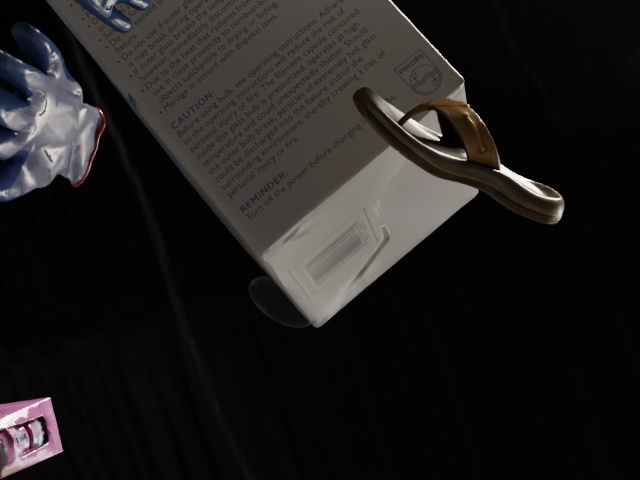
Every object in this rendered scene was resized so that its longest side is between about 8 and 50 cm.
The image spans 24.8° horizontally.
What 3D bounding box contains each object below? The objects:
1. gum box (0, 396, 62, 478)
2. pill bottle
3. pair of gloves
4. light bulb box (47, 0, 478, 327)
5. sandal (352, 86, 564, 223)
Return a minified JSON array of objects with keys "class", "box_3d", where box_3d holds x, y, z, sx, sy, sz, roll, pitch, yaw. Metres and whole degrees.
[{"class":"gum box","box_3d":[-0.372,0.215,1.518,0.188,0.062,0.107,-12,4,26]},{"class":"pill bottle","box_3d":[0.000,0.000,1.842,0.123,0.123,0.219,-15,34,48]},{"class":"pair of gloves","box_3d":[-0.136,-0.113,0.785,0.023,0.198,0.159,20,1,12]},{"class":"light bulb box","box_3d":[-0.054,-0.149,1.348,0.225,0.361,0.358,-40,-16,-3]},{"class":"sandal","box_3d":[0.099,-0.066,0.986,0.180,0.049,0.072,25,16,-23]}]
